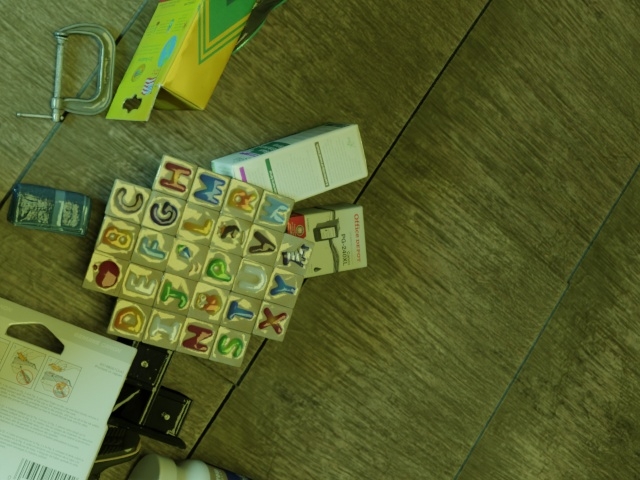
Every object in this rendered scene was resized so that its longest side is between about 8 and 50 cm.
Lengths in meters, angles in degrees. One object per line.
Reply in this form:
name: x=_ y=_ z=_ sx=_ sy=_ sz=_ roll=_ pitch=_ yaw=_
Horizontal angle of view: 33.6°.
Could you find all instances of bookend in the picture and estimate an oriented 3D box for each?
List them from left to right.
bookend: x=-0.264 y=0.231 z=1.688 sx=0.157 sy=0.072 sz=0.156 roll=27 pitch=83 yaw=-29

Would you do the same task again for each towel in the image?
towel: x=-0.407 y=-0.046 z=1.601 sx=0.119 sy=0.029 sz=0.067 roll=11 pitch=90 yaw=-29

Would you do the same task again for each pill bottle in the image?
pill bottle: x=-0.180 y=0.444 z=1.714 sx=0.265 sy=0.153 sz=0.153 roll=27 pitch=83 yaw=-29

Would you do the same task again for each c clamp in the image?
c clamp: x=-0.375 y=-0.253 z=1.596 sx=0.137 sy=0.022 sz=0.160 roll=9 pitch=93 yaw=-29

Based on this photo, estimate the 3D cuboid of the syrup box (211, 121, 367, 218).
syrup box: x=-0.050 y=-0.118 z=1.747 sx=0.237 sy=0.093 sz=0.096 roll=-20 pitch=106 yaw=-25

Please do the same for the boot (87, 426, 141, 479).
boot: x=-0.352 y=0.369 z=1.629 sx=0.198 sy=0.077 sz=0.137 roll=-12 pitch=112 yaw=15

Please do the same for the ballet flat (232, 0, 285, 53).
ballet flat: x=-0.106 y=-0.382 z=1.699 sx=0.203 sy=0.074 sz=0.074 roll=-48 pitch=115 yaw=-22

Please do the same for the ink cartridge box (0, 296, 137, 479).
ink cartridge box: x=-0.450 y=0.229 z=1.533 sx=0.296 sy=0.066 sz=0.261 roll=22 pitch=59 yaw=-6

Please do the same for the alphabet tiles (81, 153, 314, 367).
alphabet tiles: x=-0.183 y=0.036 z=1.645 sx=0.343 sy=0.011 sz=0.285 roll=18 pitch=91 yaw=-25

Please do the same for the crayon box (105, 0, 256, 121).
crayon box: x=-0.197 y=-0.306 z=1.585 sx=0.081 sy=0.202 sz=0.318 roll=28 pitch=84 yaw=-28

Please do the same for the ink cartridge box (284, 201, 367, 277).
ink cartridge box: x=0.000 y=0.000 z=1.806 sx=0.151 sy=0.063 sz=0.109 roll=-10 pitch=101 yaw=-27
